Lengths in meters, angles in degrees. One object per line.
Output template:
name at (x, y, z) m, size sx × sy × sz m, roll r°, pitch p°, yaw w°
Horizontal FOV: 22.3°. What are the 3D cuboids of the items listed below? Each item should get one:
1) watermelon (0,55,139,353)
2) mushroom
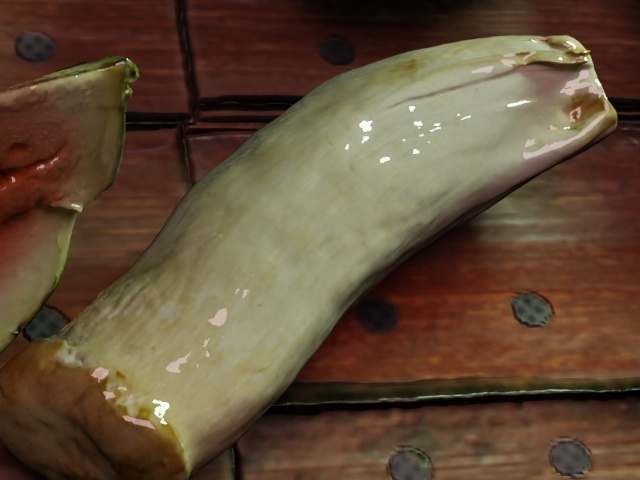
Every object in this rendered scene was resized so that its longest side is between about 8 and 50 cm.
watermelon at (-0.218, 0.029, 0.684) m, size 0.303 × 0.159 × 0.128 m, roll -24°, pitch 97°, yaw -29°
mushroom at (0.000, 0.000, 0.772) m, size 0.351 × 0.095 × 0.122 m, roll -38°, pitch 48°, yaw -27°
